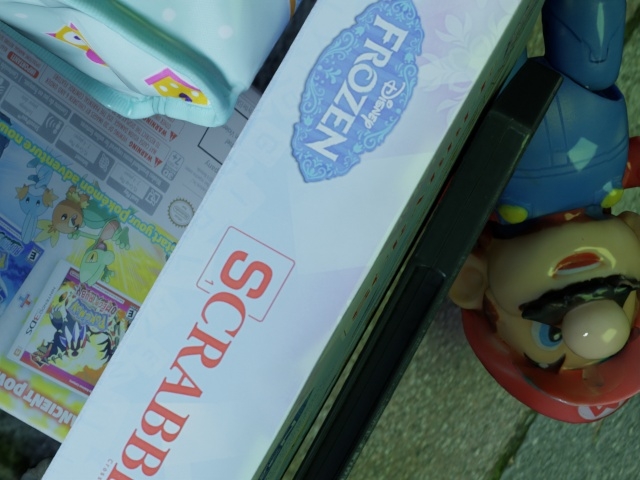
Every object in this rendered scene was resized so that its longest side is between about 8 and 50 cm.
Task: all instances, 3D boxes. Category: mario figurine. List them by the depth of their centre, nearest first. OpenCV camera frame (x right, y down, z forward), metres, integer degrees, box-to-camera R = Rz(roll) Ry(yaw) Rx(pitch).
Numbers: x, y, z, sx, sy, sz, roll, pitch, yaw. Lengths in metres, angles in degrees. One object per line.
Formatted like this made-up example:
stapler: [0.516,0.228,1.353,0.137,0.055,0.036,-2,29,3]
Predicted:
mario figurine: [0.141,-0.025,1.042,0.170,0.198,0.320,-51,139,-45]

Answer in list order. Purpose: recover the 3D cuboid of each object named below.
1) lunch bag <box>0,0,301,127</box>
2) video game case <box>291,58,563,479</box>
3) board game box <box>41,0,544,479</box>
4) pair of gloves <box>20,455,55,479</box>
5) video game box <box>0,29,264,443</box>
lunch bag: [-0.098,-0.199,0.687,0.262,0.160,0.223,34,83,-18]
video game case: [0.037,0.047,0.911,0.274,0.026,0.196,-63,175,16]
board game box: [0.000,0.000,0.781,0.319,0.066,0.318,-61,176,-6]
pair of gloves: [-0.098,0.104,0.951,0.204,0.042,0.240,4,101,-44]
video game box: [-0.118,-0.020,0.831,0.205,0.048,0.187,39,75,-42]
